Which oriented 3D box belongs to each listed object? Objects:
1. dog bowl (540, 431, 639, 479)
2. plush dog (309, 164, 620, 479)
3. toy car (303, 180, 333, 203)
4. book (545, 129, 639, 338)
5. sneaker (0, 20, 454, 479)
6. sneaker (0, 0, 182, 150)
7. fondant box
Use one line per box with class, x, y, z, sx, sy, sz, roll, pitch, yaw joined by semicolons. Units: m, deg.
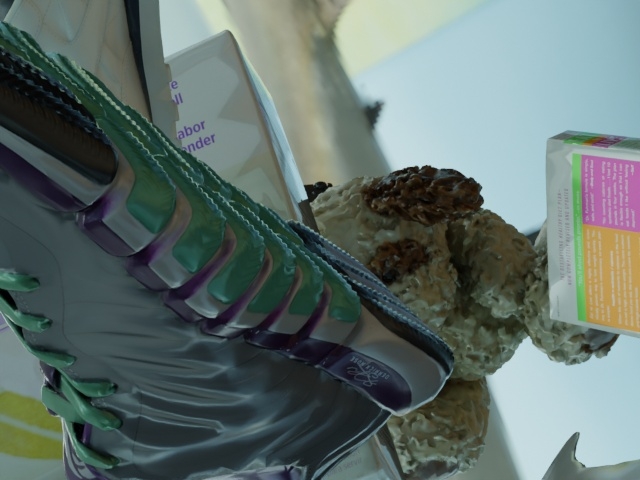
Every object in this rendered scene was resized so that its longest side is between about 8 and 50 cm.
dog bowl;0.187;0.212;0.535;0.102;0.349;0.349;-34;-83;-42
plush dog;0.068;0.030;1.199;0.225;0.262;0.211;30;-152;-37
toy car;0.000;0.000;1.449;0.040;0.060;0.122;86;161;-61
book;0.172;0.002;0.749;0.035;0.144;0.096;-23;-66;-38
sneaker;-0.056;0.023;0.411;0.223;0.098;0.083;35;-173;-43
sneaker;-0.136;-0.085;0.857;0.095;0.090;0.235;-16;-75;-31
fondant box;-0.107;0.059;0.996;0.096;0.238;0.330;56;-167;-58
